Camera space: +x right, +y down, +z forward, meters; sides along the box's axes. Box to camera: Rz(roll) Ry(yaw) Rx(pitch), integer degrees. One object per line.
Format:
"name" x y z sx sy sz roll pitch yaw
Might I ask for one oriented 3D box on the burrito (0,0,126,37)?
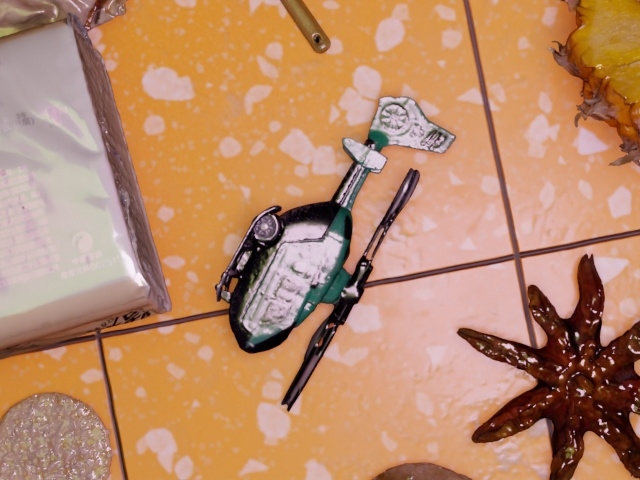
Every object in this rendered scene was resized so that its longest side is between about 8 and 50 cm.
"burrito" -0.402 -0.250 1.600 0.392 0.076 0.117 -16 94 7

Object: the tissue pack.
"tissue pack" -0.405 -0.025 1.519 0.405 0.205 0.332 -17 82 3

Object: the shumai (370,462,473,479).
"shumai" 0.113 0.352 1.512 0.201 0.120 0.201 0 91 6

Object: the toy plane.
"toy plane" 0.000 0.000 1.546 0.155 0.106 0.382 29 90 -1

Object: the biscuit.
"biscuit" -0.318 0.252 1.603 0.152 0.020 0.152 0 87 4

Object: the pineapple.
"pineapple" 0.378 -0.211 1.506 0.344 0.209 0.286 -41 53 -21

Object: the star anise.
"star anise" 0.289 0.149 1.519 0.288 0.088 0.288 0 86 6

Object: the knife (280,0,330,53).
"knife" -0.073 -0.322 1.597 0.046 0.022 0.256 -35 86 7
